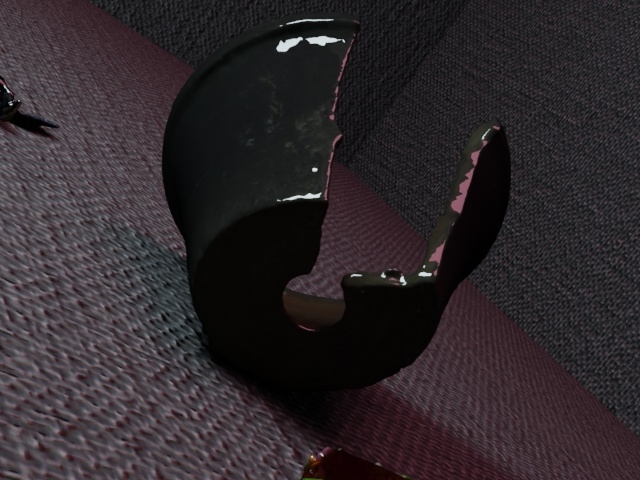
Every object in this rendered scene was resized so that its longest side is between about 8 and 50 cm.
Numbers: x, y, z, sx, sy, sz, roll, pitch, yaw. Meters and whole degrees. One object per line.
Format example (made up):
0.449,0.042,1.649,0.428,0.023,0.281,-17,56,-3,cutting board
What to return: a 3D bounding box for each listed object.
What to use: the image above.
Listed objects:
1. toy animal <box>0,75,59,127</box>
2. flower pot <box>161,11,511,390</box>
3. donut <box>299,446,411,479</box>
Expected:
-0.387,-0.176,1.103,0.108,0.062,0.220,58,15,16,toy animal
0.000,0.000,0.943,0.379,0.379,0.251,33,30,-16,flower pot
0.064,0.232,0.572,0.235,0.089,0.235,34,10,-7,donut
